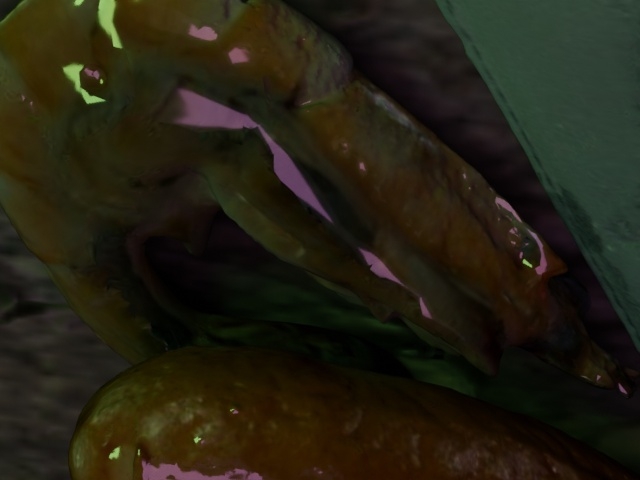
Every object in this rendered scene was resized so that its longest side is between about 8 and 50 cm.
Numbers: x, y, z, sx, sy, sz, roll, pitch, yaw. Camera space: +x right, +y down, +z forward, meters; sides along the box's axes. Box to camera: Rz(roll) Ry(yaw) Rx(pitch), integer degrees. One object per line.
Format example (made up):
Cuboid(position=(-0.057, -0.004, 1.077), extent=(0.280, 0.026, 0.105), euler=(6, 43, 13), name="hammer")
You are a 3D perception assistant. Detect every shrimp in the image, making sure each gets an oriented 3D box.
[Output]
Cuboid(position=(-0.013, 0.010, 0.573), extent=(0.254, 0.059, 0.145), euler=(41, 112, -16), name="shrimp")

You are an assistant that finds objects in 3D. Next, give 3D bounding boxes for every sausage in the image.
Cuboid(position=(0.058, 0.105, 0.564), extent=(0.302, 0.076, 0.103), euler=(27, 127, -29), name="sausage")

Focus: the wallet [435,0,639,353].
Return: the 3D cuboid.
Cuboid(position=(0.177, -0.008, 0.493), extent=(0.251, 0.054, 0.290), euler=(1, 133, 49), name="wallet")
